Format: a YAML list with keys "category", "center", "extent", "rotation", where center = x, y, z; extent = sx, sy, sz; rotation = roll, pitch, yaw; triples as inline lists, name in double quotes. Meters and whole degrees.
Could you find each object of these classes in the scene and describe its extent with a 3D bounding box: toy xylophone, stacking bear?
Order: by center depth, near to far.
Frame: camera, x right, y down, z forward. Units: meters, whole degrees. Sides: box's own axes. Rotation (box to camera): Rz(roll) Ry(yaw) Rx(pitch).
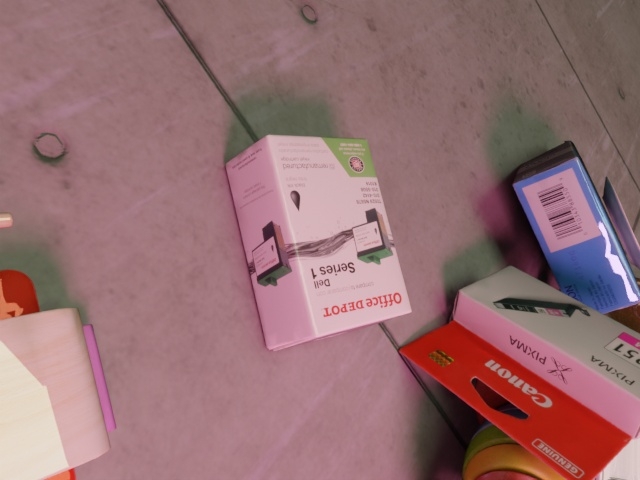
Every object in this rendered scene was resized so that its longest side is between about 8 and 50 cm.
- category: "toy xylophone"
  center: [-0.290, 0.102, 0.390]
  extent: [0.322, 0.081, 0.237]
  rotation: [0, 74, -41]
- category: "stacking bear"
  center: [0.237, 0.295, 0.687]
  extent: [0.289, 0.175, 0.164]
  rotation: [-35, 129, -57]

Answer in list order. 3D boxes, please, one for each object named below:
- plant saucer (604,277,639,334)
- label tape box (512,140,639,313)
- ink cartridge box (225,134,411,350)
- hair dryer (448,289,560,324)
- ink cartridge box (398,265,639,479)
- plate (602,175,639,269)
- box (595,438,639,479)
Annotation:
- category: "plant saucer"
  center: [0.607, 0.142, 1.113]
  extent: [0.198, 0.036, 0.199]
  rotation: [1, 53, -1]
- category: "label tape box"
  center: [0.455, -0.038, 1.058]
  extent: [0.249, 0.115, 0.347]
  rotation: [63, 24, -4]
- category: "ink cartridge box"
  center: [0.000, 0.000, 0.674]
  extent: [0.160, 0.092, 0.220]
  rotation: [-7, 79, -42]
- category: "hair dryer"
  center: [0.334, 0.157, 0.919]
  extent: [0.293, 0.080, 0.224]
  rotation: [-26, 91, -45]
- category: "ink cartridge box"
  center: [0.278, 0.147, 0.745]
  extent: [0.238, 0.275, 0.060]
  rotation: [-18, 127, -36]
- category: "plate"
  center: [0.524, -0.021, 1.017]
  extent: [0.188, 0.024, 0.188]
  rotation: [42, 35, -39]
- category: "box"
  center: [0.480, 0.324, 0.914]
  extent: [0.169, 0.087, 0.290]
  rotation: [13, 71, -8]
